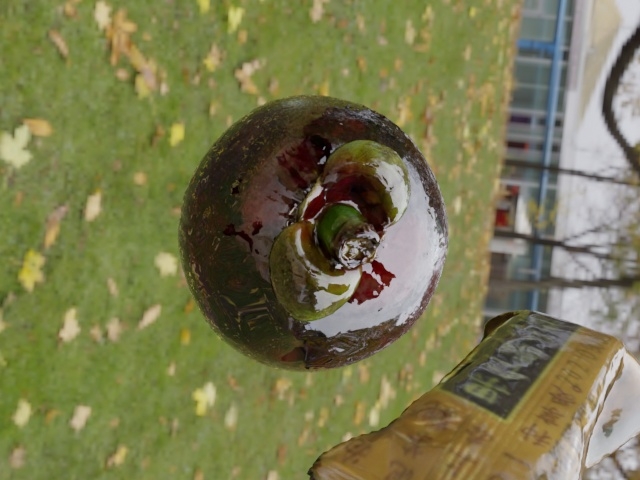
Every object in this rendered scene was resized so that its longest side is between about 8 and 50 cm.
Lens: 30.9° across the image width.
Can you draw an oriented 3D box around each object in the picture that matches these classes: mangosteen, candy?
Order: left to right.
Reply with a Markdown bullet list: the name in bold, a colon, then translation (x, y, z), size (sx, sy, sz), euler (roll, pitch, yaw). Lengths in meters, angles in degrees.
- **mangosteen**: translation (-0.006, 0.003, 0.888), size (0.216, 0.216, 0.216), euler (6, 90, -85)
- **candy**: translation (0.103, 0.118, 0.668), size (0.271, 0.143, 0.101), euler (-30, 136, -59)
